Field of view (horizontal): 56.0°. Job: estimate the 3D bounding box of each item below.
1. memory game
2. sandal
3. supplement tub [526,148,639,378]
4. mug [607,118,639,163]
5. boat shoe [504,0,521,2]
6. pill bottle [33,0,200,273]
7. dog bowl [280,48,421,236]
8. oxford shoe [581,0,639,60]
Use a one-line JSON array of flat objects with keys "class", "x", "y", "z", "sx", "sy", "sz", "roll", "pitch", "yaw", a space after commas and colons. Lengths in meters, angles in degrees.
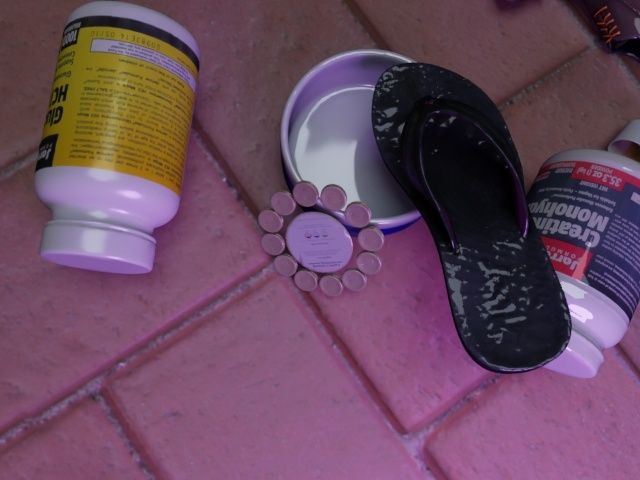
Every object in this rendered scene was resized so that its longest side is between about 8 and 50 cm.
[{"class": "memory game", "x": 0.000, "y": 0.000, "z": 0.836, "sx": 0.186, "sy": 0.186, "sz": 0.012, "roll": 29, "pitch": 36, "yaw": 2}, {"class": "sandal", "x": 0.188, "y": -0.063, "z": 0.743, "sx": 0.167, "sy": 0.107, "sz": 0.446, "roll": -19, "pitch": 67, "yaw": 1}, {"class": "supplement tub", "x": 0.349, "y": 0.029, "z": 0.834, "sx": 0.191, "sy": 0.191, "sz": 0.272, "roll": 30, "pitch": 77, "yaw": 2}, {"class": "mug", "x": 0.503, "y": -0.155, "z": 0.963, "sx": 0.062, "sy": 0.078, "sz": 0.064, "roll": 22, "pitch": 64, "yaw": 34}, {"class": "boat shoe", "x": 0.286, "y": -0.547, "z": 0.996, "sx": 0.096, "sy": 0.116, "sz": 0.324, "roll": -22, "pitch": 86, "yaw": -12}, {"class": "pill bottle", "x": -0.277, "y": -0.130, "z": 0.820, "sx": 0.187, "sy": 0.188, "sz": 0.334, "roll": 6, "pitch": 77, "yaw": -3}, {"class": "dog bowl", "x": 0.072, "y": -0.140, "z": 0.893, "sx": 0.264, "sy": 0.104, "sz": 0.265, "roll": 1, "pitch": 78, "yaw": -5}, {"class": "oxford shoe", "x": 0.492, "y": -0.375, "z": 0.986, "sx": 0.271, "sy": 0.097, "sz": 0.098, "roll": 36, "pitch": 83, "yaw": 4}]
